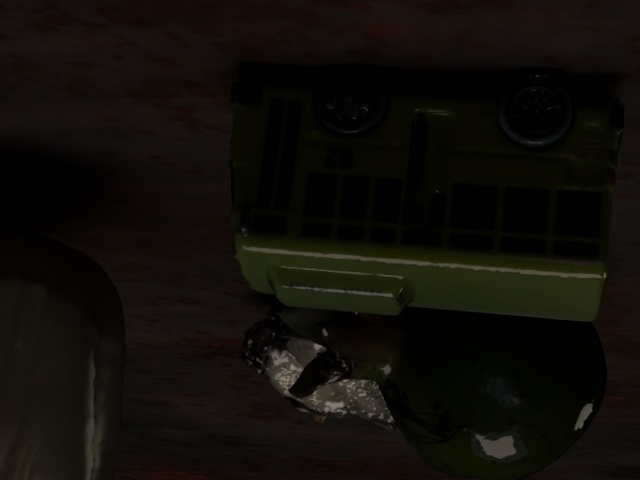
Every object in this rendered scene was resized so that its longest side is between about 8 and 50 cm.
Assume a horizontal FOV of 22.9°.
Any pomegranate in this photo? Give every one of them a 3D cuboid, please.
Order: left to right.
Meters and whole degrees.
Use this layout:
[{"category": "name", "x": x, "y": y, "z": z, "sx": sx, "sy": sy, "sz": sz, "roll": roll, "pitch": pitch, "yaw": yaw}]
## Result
[{"category": "pomegranate", "x": 0.072, "y": 0.073, "z": 0.955, "sx": 0.191, "sy": 0.131, "sz": 0.152, "roll": 18, "pitch": 162, "yaw": -20}]

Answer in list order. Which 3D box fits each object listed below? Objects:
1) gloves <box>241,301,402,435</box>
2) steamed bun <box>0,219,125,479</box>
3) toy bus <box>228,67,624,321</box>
[{"category": "gloves", "x": 0.009, "y": 0.078, "z": 1.087, "sx": 0.114, "sy": 0.070, "sz": 0.153, "roll": 6, "pitch": 158, "yaw": 25}, {"category": "steamed bun", "x": -0.305, "y": 0.080, "z": 0.903, "sx": 0.383, "sy": 0.247, "sz": 0.236, "roll": 3, "pitch": -176, "yaw": -7}, {"category": "toy bus", "x": 0.044, "y": -0.018, "z": 0.711, "sx": 0.175, "sy": 0.101, "sz": 0.088, "roll": 4, "pitch": 163, "yaw": 8}]
